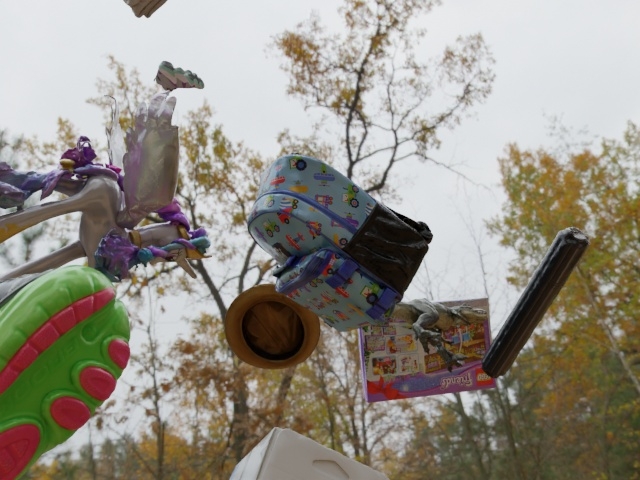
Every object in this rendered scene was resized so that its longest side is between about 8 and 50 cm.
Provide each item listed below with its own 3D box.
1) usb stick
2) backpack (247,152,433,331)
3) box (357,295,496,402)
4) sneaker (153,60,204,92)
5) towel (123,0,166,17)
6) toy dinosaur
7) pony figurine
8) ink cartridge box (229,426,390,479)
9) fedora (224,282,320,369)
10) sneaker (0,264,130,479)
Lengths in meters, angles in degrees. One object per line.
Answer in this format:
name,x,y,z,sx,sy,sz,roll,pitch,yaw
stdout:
usb stick,0.338,0.103,0.826,0.077,0.045,0.277,-15,-47,-51
backpack,0.000,0.000,0.534,0.173,0.116,0.158,37,-25,-14
box,0.231,0.236,1.143,0.294,0.200,0.057,-4,-2,-8
sneaker,-0.297,-0.324,1.077,0.098,0.038,0.069,22,-49,-28
towel,-0.300,-0.541,0.872,0.187,0.282,0.049,-24,-3,29
toy dinosaur,0.156,0.121,0.759,0.268,0.118,0.064,19,-59,-32
pony figurine,-0.366,-0.064,0.871,0.364,0.350,0.303,-14,20,-32
ink cartridge box,-0.028,0.296,0.581,0.140,0.082,0.190,27,-39,-4
fedora,-0.093,0.159,1.015,0.195,0.079,0.194,-2,-68,-4
sneaker,-0.373,0.179,0.406,0.202,0.483,0.185,0,-67,31
